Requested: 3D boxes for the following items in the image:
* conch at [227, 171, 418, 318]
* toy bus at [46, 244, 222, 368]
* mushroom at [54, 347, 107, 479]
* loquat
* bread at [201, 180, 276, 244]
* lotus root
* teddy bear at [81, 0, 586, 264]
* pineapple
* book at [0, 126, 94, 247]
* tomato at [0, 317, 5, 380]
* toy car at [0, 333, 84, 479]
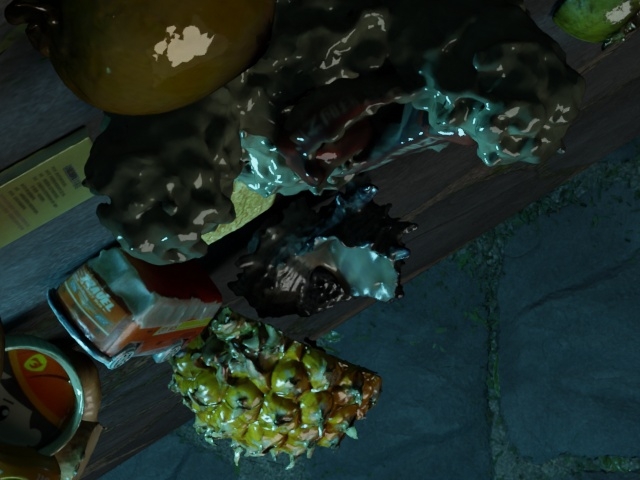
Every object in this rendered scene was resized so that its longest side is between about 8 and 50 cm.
[{"bbox_3d":[-0.006,0.010,1.785,0.241,0.186,0.313,-10,179,-42],"label":"conch"},{"bbox_3d":[-0.213,0.071,1.561,0.120,0.121,0.265,-42,168,10],"label":"toy bus"},{"bbox_3d":[-0.380,0.270,1.775,0.278,0.146,0.278,21,90,-84],"label":"mushroom"},{"bbox_3d":[-0.097,-0.143,0.750,0.163,0.137,0.163,-22,-173,3],"label":"loquat"},{"bbox_3d":[-0.106,-0.056,1.365,0.125,0.068,0.188,-30,171,-12],"label":"bread"},{"bbox_3d":[0.386,-0.298,1.644,0.183,0.078,0.203,-35,172,24],"label":"lotus root"},{"bbox_3d":[-0.002,-0.105,1.049,0.357,0.224,0.367,-17,172,-2],"label":"teddy bear"},{"bbox_3d":[-0.119,0.203,1.776,0.209,0.344,0.286,-69,161,-4],"label":"pineapple"},{"bbox_3d":[-0.276,-0.025,1.155,0.192,0.013,0.168,-30,171,-8],"label":"book"},{"bbox_3d":[-0.353,0.085,0.863,0.270,0.222,0.270,-52,165,-21],"label":"tomato"},{"bbox_3d":[-0.383,0.207,1.537,0.235,0.235,0.145,-29,-159,-13],"label":"toy car"}]
